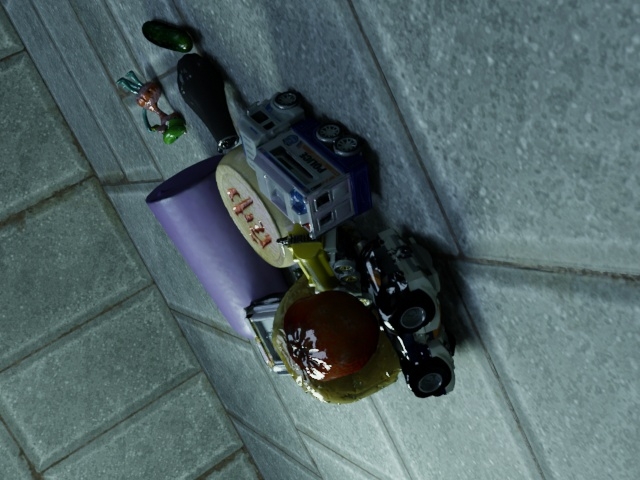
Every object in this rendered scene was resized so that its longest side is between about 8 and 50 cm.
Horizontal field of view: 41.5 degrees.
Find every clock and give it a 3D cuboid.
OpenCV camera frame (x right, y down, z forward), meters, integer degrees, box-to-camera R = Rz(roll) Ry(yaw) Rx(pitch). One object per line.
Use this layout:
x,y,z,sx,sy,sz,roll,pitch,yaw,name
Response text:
-0.038,0.209,1.923,0.253,0.083,0.186,-9,115,34,clock

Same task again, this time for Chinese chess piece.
-0.103,-0.076,1.730,0.270,0.112,0.270,48,158,26,Chinese chess piece

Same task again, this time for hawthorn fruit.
0.031,0.157,1.477,0.157,0.194,0.156,17,115,40,hawthorn fruit

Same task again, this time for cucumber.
-0.331,-0.438,1.824,0.284,0.056,0.056,36,150,55,cucumber

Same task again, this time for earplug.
-0.213,0.036,2.025,0.455,0.215,0.215,61,160,-19,earplug

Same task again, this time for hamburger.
0.013,0.199,1.713,0.308,0.211,0.132,58,164,-2,hamburger

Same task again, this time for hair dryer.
-0.216,-0.249,1.805,0.235,0.091,0.271,62,176,23,hair dryer

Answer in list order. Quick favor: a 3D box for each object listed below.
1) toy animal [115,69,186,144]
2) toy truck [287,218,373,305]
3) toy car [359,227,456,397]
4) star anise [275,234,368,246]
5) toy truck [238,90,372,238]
-0.426,-0.330,2.121,0.208,0.100,0.103,47,121,-4,toy animal
0.021,0.039,1.498,0.227,0.114,0.098,60,-152,-59,toy truck
0.154,0.129,1.424,0.193,0.118,0.301,-117,5,-56,toy car
0.001,-0.004,1.595,0.157,0.053,0.212,18,158,-6,star anise
-0.041,-0.135,1.440,0.268,0.155,0.124,43,155,38,toy truck
